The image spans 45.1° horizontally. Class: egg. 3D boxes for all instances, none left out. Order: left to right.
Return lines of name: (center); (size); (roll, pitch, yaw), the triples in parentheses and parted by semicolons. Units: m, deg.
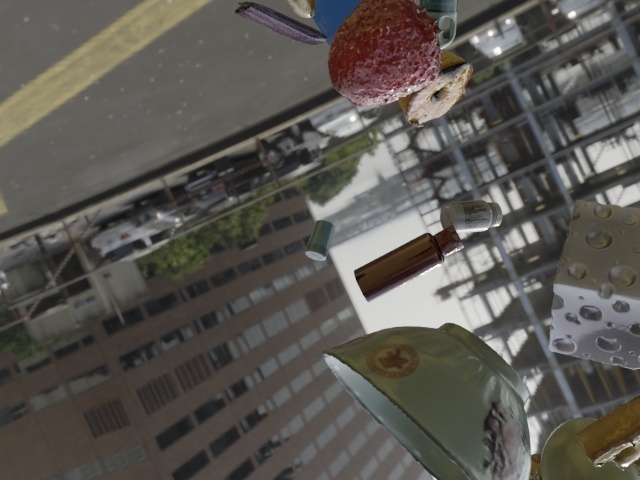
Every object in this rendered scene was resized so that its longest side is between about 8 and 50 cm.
egg: (0.596, 0.521, 1.683); (0.219, 0.269, 0.219); (-7, 154, -3)

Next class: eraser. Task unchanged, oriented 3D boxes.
eraser: (0.094, -0.619, 1.977); (0.042, 0.144, 0.312); (-39, -170, -37)

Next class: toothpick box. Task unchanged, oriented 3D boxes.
toothpick box: (0.000, 0.000, 1.811); (0.052, 0.052, 0.083); (-25, -139, 60)

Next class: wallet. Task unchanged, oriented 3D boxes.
wallet: (-0.078, -0.420, 1.496); (0.166, 0.030, 0.111); (18, -171, -23)

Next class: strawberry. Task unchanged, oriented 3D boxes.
strawberry: (0.145, -0.431, 1.785); (0.277, 0.257, 0.257); (-40, 179, 1)

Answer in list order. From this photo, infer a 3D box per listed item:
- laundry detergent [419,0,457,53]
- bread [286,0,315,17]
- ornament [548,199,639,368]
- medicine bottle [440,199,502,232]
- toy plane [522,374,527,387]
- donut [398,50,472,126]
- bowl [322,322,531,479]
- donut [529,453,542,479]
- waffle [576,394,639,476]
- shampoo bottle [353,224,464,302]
laundry detergent: (0.302, -0.568, 1.990); (0.099, 0.226, 0.070); (2, -159, 4)
bread: (-0.064, -0.521, 1.533); (0.053, 0.073, 0.214); (-5, 154, 20)
ornament: (0.618, 0.095, 1.589); (0.239, 0.240, 0.239); (10, -129, 21)
medicine bottle: (0.373, -0.060, 1.903); (0.140, 0.079, 0.079); (-5, 172, -21)
toy plane: (0.508, 0.397, 2.012); (0.031, 0.049, 0.121); (15, -127, 40)
donut: (0.343, -0.455, 2.308); (0.253, 0.118, 0.253); (-27, 154, -14)
bowl: (0.173, 0.215, 1.030); (0.157, 0.337, 0.337); (-45, -176, -11)
donut: (0.601, 0.683, 2.054); (0.317, 0.150, 0.299); (-4, -176, -29)
waffle: (0.685, 0.331, 1.415); (0.348, 0.077, 0.304); (21, 126, -38)
shampoo bottle: (0.209, 0.050, 1.812); (0.260, 0.064, 0.102); (-28, -141, 9)
